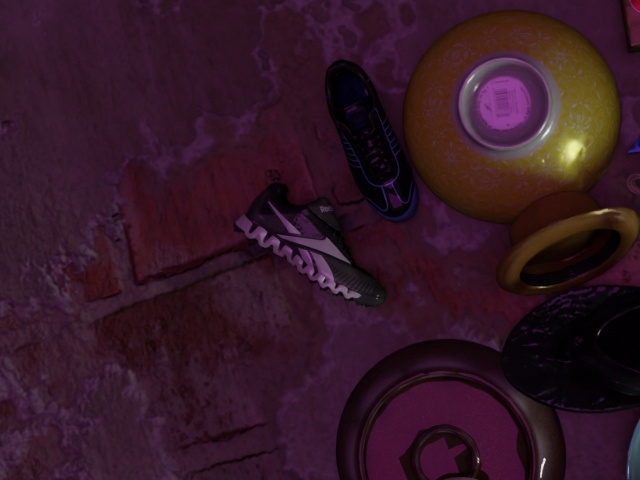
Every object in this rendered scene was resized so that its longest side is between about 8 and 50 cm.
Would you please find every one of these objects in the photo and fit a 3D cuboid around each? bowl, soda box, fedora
[{"bbox_3d":[0.239,-0.166,1.488,0.289,0.156,0.290,0,88,12],"label":"bowl"},{"bbox_3d":[0.414,-0.339,1.503,0.061,0.058,0.181,-9,87,12],"label":"soda box"},{"bbox_3d":[0.306,-0.006,1.480,0.194,0.194,0.079,-26,56,10],"label":"fedora"}]

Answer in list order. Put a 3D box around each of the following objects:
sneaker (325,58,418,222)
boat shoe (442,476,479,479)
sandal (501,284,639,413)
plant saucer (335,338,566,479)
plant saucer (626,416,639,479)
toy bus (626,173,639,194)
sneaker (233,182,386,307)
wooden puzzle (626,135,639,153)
[{"bbox_3d":[0.062,-0.132,1.557,0.081,0.090,0.232,-25,84,10],"label":"sneaker"},{"bbox_3d":[0.153,0.343,1.508,0.133,0.042,0.049,-25,64,10],"label":"boat shoe"},{"bbox_3d":[0.440,0.124,1.433,0.445,0.107,0.168,-2,67,21],"label":"sandal"},{"bbox_3d":[0.169,0.288,1.550,0.310,0.050,0.311,0,90,12],"label":"plant saucer"},{"bbox_3d":[0.549,0.297,1.471,0.317,0.043,0.318,0,89,13],"label":"plant saucer"},{"bbox_3d":[0.500,0.001,1.454,0.190,0.104,0.202,-11,42,-11],"label":"toy bus"},{"bbox_3d":[0.000,0.000,1.574,0.234,0.078,0.106,33,98,13],"label":"sneaker"},{"bbox_3d":[0.465,-0.113,1.512,0.116,0.014,0.079,29,91,11],"label":"wooden puzzle"}]
